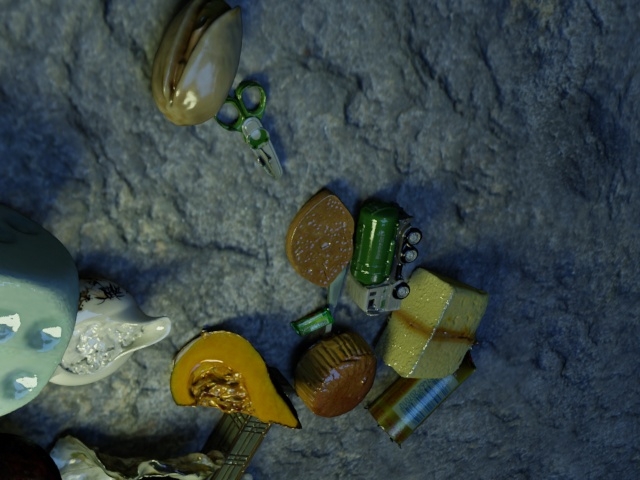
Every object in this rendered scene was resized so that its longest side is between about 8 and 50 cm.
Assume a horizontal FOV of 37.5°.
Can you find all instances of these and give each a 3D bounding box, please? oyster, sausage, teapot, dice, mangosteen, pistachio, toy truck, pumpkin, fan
[{"bbox_3d":[-0.364,0.471,1.896,0.351,0.114,0.238,-3,140,-15],"label":"oyster"},{"bbox_3d":[0.252,0.337,2.240,0.317,0.125,0.117,-43,135,-6],"label":"sausage"},{"bbox_3d":[-0.428,0.177,1.646,0.300,0.166,0.208,-31,145,-26],"label":"teapot"},{"bbox_3d":[-0.546,0.095,1.429,0.268,0.262,0.264,20,106,-41],"label":"dice"},{"bbox_3d":[-0.597,0.454,1.654,0.288,0.288,0.288,-18,128,-24],"label":"mangosteen"},{"bbox_3d":[-0.194,-0.285,1.502,0.144,0.144,0.215,16,105,-40],"label":"pistachio"},{"bbox_3d":[0.124,0.033,1.955,0.125,0.101,0.242,-8,122,-26],"label":"toy truck"},{"bbox_3d":[-0.151,0.270,1.889,0.111,0.279,0.163,38,64,-81],"label":"pumpkin"},{"bbox_3d":[0.026,0.092,1.983,0.057,0.023,0.282,-8,122,-32],"label":"fan"}]

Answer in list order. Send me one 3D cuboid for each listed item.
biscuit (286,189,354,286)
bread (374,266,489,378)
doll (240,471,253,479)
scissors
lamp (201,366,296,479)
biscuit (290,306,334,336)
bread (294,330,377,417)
[{"bbox_3d":[0.000,0.000,1.885,0.142,0.029,0.220,-12,124,-16],"label":"biscuit"},{"bbox_3d":[0.261,0.193,2.136,0.178,0.135,0.240,12,108,-43],"label":"bread"},{"bbox_3d":[-0.181,0.590,2.153,0.106,0.062,0.162,-32,132,-18],"label":"doll"},{"bbox_3d":[-0.115,-0.189,1.689,0.101,0.027,0.204,-34,131,-6],"label":"scissors"},{"bbox_3d":[-0.176,0.423,2.023,0.089,0.090,0.325,16,110,-41],"label":"lamp"},{"bbox_3d":[-0.016,0.174,1.998,0.089,0.016,0.046,-25,122,0],"label":"biscuit"},{"bbox_3d":[0.039,0.298,2.056,0.199,0.104,0.199,-25,141,-22],"label":"bread"}]
